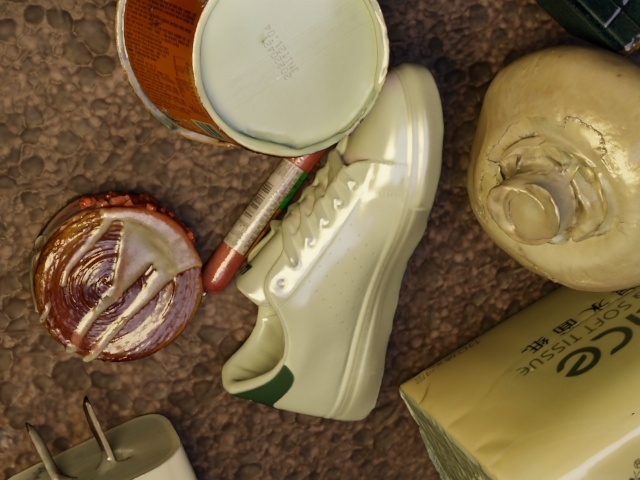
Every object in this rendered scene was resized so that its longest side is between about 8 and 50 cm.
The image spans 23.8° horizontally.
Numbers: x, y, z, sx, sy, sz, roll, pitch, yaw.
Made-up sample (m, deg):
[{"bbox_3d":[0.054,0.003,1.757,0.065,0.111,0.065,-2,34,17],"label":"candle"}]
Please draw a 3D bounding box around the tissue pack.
[{"bbox_3d":[0.321,0.149,1.468,0.405,0.332,0.205,-32,110,-7],"label":"tissue pack"}]

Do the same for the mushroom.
[{"bbox_3d":[0.237,-0.061,1.419,0.202,0.246,0.246,-28,117,-43],"label":"mushroom"}]

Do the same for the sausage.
[{"bbox_3d":[-0.050,-0.035,1.449,0.029,0.029,0.223,36,93,-24],"label":"sausage"}]

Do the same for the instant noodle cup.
[{"bbox_3d":[-0.051,-0.176,1.324,0.230,0.182,0.230,-5,107,-17],"label":"instant noodle cup"}]

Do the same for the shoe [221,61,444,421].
[{"bbox_3d":[0.000,0.000,1.423,0.160,0.132,0.363,5,111,-23],"label":"shoe"}]

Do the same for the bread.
[{"bbox_3d":[-0.187,0.032,1.399,0.160,0.073,0.160,-4,106,-14],"label":"bread"}]

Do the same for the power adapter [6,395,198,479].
[{"bbox_3d":[-0.200,0.267,1.437,0.187,0.124,0.255,-25,113,-11],"label":"power adapter"}]

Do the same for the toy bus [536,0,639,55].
[{"bbox_3d":[0.222,-0.313,1.402,0.275,0.138,0.167,39,93,-27],"label":"toy bus"}]
